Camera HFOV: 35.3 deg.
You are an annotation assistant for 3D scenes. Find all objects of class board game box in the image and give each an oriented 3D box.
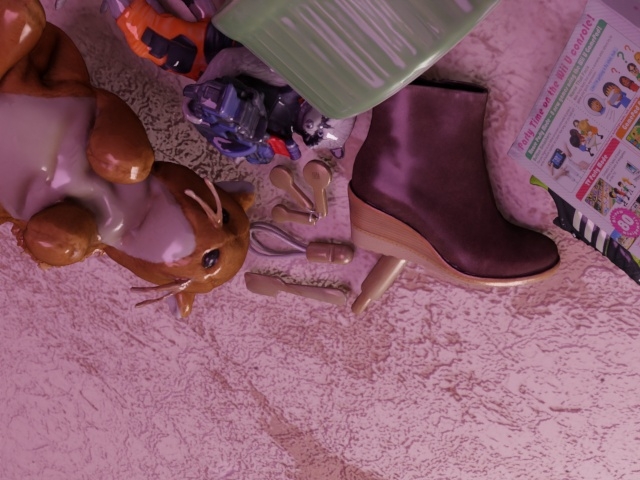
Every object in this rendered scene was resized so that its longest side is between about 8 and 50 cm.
[{"bbox_3d":[0.343,-0.074,0.914,0.303,0.097,0.224,42,148,15],"label":"board game box"}]

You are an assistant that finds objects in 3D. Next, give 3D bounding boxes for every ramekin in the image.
[{"bbox_3d":[0.059,-0.250,0.909,0.303,0.303,0.148,-34,108,34],"label":"ramekin"}]

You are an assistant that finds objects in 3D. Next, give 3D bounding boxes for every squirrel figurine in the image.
[{"bbox_3d":[-0.266,-0.071,1.181,0.370,0.397,0.281,26,86,-22],"label":"squirrel figurine"}]

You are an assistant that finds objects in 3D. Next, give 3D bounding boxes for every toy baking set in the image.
[{"bbox_3d":[0.006,0.003,1.232,0.196,0.030,0.256,32,131,5],"label":"toy baking set"}]

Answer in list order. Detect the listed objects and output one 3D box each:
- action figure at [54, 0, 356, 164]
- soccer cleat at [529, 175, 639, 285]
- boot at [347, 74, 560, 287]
[{"bbox_3d":[-0.101,-0.197,1.050,0.330,0.341,0.179,31,87,-4],"label":"action figure"},{"bbox_3d":[0.298,-0.019,1.082,0.179,0.060,0.072,52,134,-3],"label":"soccer cleat"},{"bbox_3d":[0.156,-0.062,1.076,0.248,0.090,0.207,11,122,1],"label":"boot"}]
